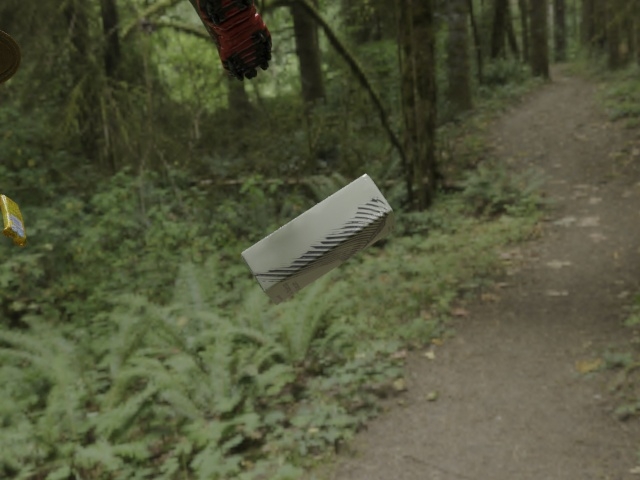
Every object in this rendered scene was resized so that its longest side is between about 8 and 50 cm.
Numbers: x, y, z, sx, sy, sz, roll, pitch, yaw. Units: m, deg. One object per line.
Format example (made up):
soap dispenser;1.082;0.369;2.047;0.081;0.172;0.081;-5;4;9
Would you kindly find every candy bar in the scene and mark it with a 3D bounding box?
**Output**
candy bar;-0.443;-0.033;1.225;0.018;0.040;0.161;-46;33;1

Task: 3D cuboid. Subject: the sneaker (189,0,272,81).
sneaker;-0.156;-0.381;1.440;0.098;0.135;0.276;-29;-24;-3

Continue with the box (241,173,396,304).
box;0.000;0.000;1.571;0.275;0.094;0.113;-34;-20;-1

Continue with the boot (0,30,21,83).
boot;-0.431;-0.200;0.889;0.197;0.073;0.152;-11;23;-37
